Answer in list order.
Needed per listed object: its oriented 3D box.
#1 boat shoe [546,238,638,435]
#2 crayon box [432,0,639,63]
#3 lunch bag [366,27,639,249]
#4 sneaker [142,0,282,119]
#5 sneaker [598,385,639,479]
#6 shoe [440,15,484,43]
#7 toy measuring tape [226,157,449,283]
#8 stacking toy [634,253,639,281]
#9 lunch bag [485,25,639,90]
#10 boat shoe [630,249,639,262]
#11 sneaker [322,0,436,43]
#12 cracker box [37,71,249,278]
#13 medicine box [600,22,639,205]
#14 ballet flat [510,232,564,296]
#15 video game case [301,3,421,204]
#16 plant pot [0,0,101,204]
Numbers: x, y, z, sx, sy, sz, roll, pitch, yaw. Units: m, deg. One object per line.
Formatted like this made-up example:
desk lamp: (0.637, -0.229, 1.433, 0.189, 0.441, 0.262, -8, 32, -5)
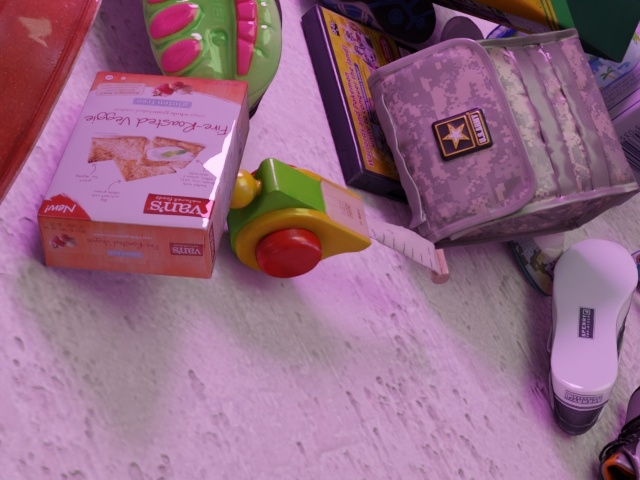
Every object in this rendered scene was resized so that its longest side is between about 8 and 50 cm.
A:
boat shoe: (0.343, 0.121, 1.768, 0.108, 0.102, 0.301, 8, 42, 7)
crayon box: (0.207, -0.373, 1.868, 0.363, 0.106, 0.313, 27, 7, 41)
lunch bag: (0.214, -0.123, 1.716, 0.287, 0.169, 0.235, -11, 75, -29)
sneaker: (-0.136, -0.339, 1.551, 0.185, 0.202, 0.482, 0, 68, -4)
sneaker: (0.397, 0.265, 1.698, 0.108, 0.100, 0.271, 36, 37, -13)
shoe: (0.199, -0.275, 1.959, 0.178, 0.064, 0.081, 59, 11, -55)
toy measuring tape: (0.000, 0.000, 1.481, 0.330, 0.121, 0.121, 25, 41, -43)
stacking toy: (0.493, 0.072, 1.978, 0.167, 0.052, 0.221, -33, 85, -34)
lunch bag: (0.354, -0.288, 2.054, 0.090, 0.219, 0.176, 22, 44, -45)
boat shoe: (0.536, 0.060, 2.087, 0.183, 0.066, 0.066, 7, 57, -34)
sneaker: (0.065, -0.333, 1.866, 0.211, 0.080, 0.081, 27, -3, -24)
cracker box: (-0.161, -0.068, 1.313, 0.156, 0.067, 0.232, 4, 42, 5)
medicine box: (0.494, -0.250, 2.140, 0.149, 0.263, 0.289, 31, 39, -28)
ballet flat: (0.282, -0.034, 1.858, 0.077, 0.079, 0.221, 1, 58, -50)
video game case: (0.101, -0.160, 1.807, 0.248, 0.035, 0.274, 17, 48, -41)
plant pot: (-0.350, -0.170, 1.113, 0.265, 0.272, 0.272, 27, 40, -19)
